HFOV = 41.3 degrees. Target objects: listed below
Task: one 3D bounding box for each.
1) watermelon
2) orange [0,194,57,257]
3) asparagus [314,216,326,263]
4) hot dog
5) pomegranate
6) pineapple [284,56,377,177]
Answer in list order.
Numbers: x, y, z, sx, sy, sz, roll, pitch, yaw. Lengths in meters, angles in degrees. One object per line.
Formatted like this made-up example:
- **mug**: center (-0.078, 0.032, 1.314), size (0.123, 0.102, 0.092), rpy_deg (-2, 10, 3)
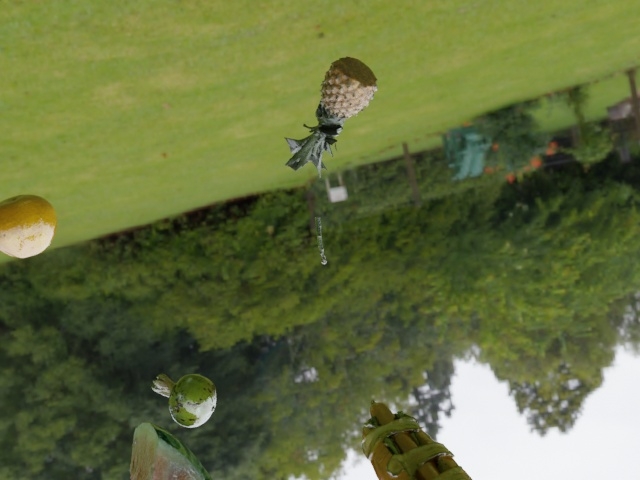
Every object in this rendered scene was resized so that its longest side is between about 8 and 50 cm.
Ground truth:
- **watermelon**: center (-0.331, 0.511, 1.742), size (0.201, 0.262, 0.213), rpy_deg (-34, 179, -31)
- **orange**: center (-0.671, -0.030, 1.914), size (0.159, 0.136, 0.159), rpy_deg (-11, -160, 4)
- **asparagus**: center (0.000, 0.000, 2.229), size (0.018, 0.127, 0.015), rpy_deg (-8, -175, -7)
- **hot dog**: center (0.129, 0.311, 1.195), size (0.109, 0.072, 0.269), rpy_deg (-10, -155, -20)
- **pomegranate**: center (-0.287, 0.327, 1.789), size (0.142, 0.114, 0.114), rpy_deg (25, -175, 4)
- **pineapple**: center (0.014, -0.262, 1.814), size (0.119, 0.130, 0.277), rpy_deg (-33, 162, -48)
